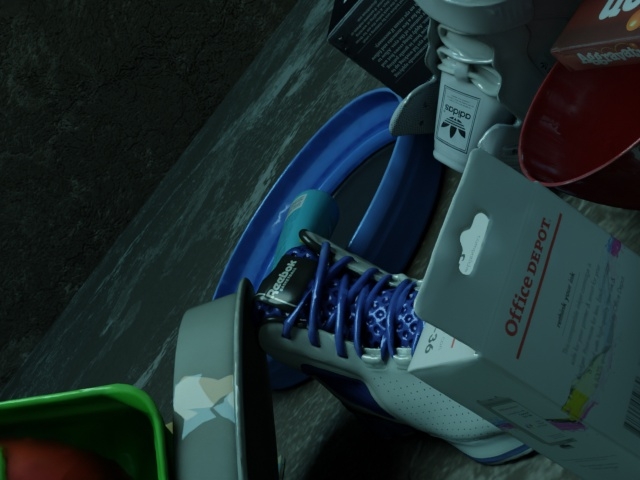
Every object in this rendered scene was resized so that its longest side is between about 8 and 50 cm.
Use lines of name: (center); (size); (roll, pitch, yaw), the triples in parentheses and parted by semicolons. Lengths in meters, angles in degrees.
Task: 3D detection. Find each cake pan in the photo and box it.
cake pan: (-0.071, 0.178, 0.799); (0.293, 0.054, 0.293); (-5, -90, -89)

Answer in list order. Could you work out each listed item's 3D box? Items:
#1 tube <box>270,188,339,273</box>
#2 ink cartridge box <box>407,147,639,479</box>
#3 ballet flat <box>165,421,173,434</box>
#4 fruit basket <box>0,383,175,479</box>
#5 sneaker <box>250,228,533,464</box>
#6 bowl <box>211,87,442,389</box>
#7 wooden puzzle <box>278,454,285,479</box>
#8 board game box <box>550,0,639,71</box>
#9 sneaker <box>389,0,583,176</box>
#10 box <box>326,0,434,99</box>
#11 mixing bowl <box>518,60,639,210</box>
tube: (-0.022, 0.010, 0.932); (0.207, 0.052, 0.080); (-68, -7, -65)
ink cartridge box: (0.129, 0.049, 0.561); (0.067, 0.198, 0.115); (-27, 34, 56)
ballet flat: (-0.120, 0.284, 0.910); (0.073, 0.080, 0.232); (21, 112, 61)
fruit basket: (-0.230, 0.291, 0.648); (0.283, 0.392, 0.392); (-9, 32, 8)
sneaker: (0.048, 0.074, 0.754); (0.315, 0.182, 0.127); (-21, 41, 61)
bowl: (0.000, 0.000, 1.167); (0.391, 0.077, 0.391); (-48, 21, 24)
wooden puzzle: (-0.054, 0.250, 0.998); (0.049, 0.006, 0.083); (-46, 21, 29)
board game box: (0.257, -0.172, 0.571); (0.145, 0.027, 0.281); (-58, 21, -8)
sneaker: (0.126, -0.161, 0.778); (0.137, 0.366, 0.210); (36, 103, 34)
box: (0.122, -0.214, 1.003); (0.108, 0.207, 0.153); (-44, 23, 34)
mixing bowl: (0.234, -0.088, 0.680); (0.181, 0.098, 0.181); (-47, 20, 24)
